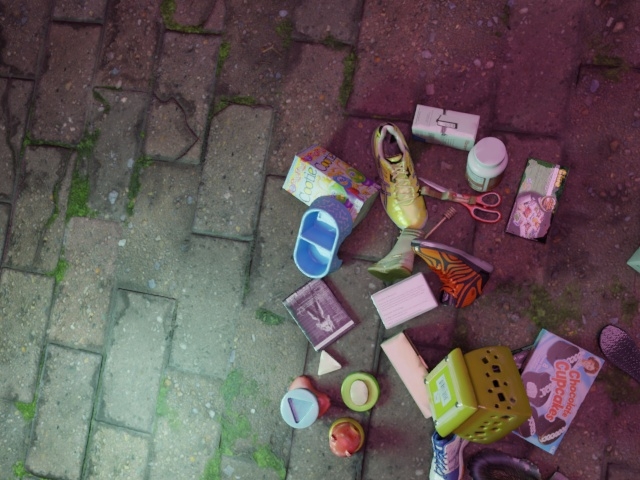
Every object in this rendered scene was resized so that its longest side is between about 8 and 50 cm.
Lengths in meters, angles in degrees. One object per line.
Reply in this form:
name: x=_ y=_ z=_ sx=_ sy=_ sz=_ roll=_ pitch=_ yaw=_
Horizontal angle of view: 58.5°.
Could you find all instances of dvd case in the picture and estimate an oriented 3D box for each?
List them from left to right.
dvd case: x=-0.007 y=0.250 z=1.978 sx=0.164 sy=0.018 sz=0.221 roll=-37 pitch=79 yaw=5

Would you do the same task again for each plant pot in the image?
plant pot: x=0.445 y=0.452 z=1.689 sx=0.207 sy=0.227 sz=0.228 roll=9 pitch=48 yaw=-19

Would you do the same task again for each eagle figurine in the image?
eagle figurine: x=0.613 y=0.783 z=1.754 sx=0.298 sy=0.225 sz=0.226 roll=-8 pitch=39 yaw=39

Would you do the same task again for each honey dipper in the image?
honey dipper: x=0.390 y=-0.049 z=1.917 sx=0.161 sy=0.030 sz=0.030 roll=-45 pitch=79 yaw=7

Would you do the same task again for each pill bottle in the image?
pill bottle: x=0.524 y=-0.241 z=1.803 sx=0.121 sy=0.216 sz=0.121 roll=-2 pitch=76 yaw=10

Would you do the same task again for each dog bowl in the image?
dog bowl: x=0.000 y=0.000 z=1.889 sx=0.166 sy=0.074 sz=0.297 roll=27 pitch=126 yaw=17

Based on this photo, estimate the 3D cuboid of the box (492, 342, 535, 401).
box: x=0.640 y=0.421 z=1.806 sx=0.180 sy=0.077 sz=0.147 roll=-22 pitch=82 yaw=9

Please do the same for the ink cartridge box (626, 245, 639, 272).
ink cartridge box: x=1.057 y=0.051 z=1.674 sx=0.171 sy=0.233 sz=0.168 roll=40 pitch=94 yaw=11

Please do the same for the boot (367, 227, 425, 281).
boot: x=0.251 y=0.045 z=1.885 sx=0.077 sy=0.213 sz=0.165 roll=33 pitch=68 yaw=-20

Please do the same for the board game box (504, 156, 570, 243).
board game box: x=0.704 y=-0.130 z=1.862 sx=0.136 sy=0.030 sz=0.259 roll=19 pitch=90 yaw=14

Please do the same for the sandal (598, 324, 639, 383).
sandal: x=0.954 y=0.366 z=1.769 sx=0.097 sy=0.054 sz=0.254 roll=-43 pitch=89 yaw=12

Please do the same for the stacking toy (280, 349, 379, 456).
stacking toy: x=0.036 y=0.541 z=1.890 sx=0.309 sy=0.130 sz=0.279 roll=30 pitch=92 yaw=11

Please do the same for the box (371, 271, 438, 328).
box: x=0.275 y=0.193 z=1.843 sx=0.182 sy=0.181 sz=0.119 roll=-26 pitch=79 yaw=8

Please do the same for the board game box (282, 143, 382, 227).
board game box: x=0.038 y=-0.178 z=1.912 sx=0.275 sy=0.142 sz=0.144 roll=35 pitch=128 yaw=12

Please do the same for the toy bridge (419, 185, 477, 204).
toy bridge: x=0.413 y=-0.147 z=1.878 sx=0.188 sy=0.063 sz=0.026 roll=11 pitch=87 yaw=-9

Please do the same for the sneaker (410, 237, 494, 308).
sneaker: x=0.399 y=0.113 z=1.794 sx=0.321 sy=0.124 sz=0.180 roll=22 pitch=90 yaw=-23

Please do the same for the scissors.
scissors: x=0.461 y=-0.135 z=1.913 sx=0.297 sy=0.021 sz=0.109 roll=14 pitch=89 yaw=11

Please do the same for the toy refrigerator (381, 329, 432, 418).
toy refrigerator: x=0.310 y=0.427 z=1.859 sx=0.094 sy=0.102 sz=0.269 roll=-32 pitch=80 yaw=7

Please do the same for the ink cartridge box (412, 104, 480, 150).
ink cartridge box: x=0.409 y=-0.368 z=1.876 sx=0.203 sy=0.148 sz=0.086 roll=13 pitch=86 yaw=11

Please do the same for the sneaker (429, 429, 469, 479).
sneaker: x=0.387 y=0.661 z=1.798 sx=0.112 sy=0.131 sz=0.296 roll=8 pitch=79 yaw=50

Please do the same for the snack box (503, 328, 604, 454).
snack box: x=0.686 y=0.452 z=1.725 sx=0.187 sy=0.060 sz=0.322 roll=27 pitch=93 yaw=10

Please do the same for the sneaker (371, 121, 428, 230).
sneaker: x=0.250 y=-0.207 z=1.896 sx=0.145 sy=0.147 sz=0.384 roll=-21 pitch=85 yaw=7
